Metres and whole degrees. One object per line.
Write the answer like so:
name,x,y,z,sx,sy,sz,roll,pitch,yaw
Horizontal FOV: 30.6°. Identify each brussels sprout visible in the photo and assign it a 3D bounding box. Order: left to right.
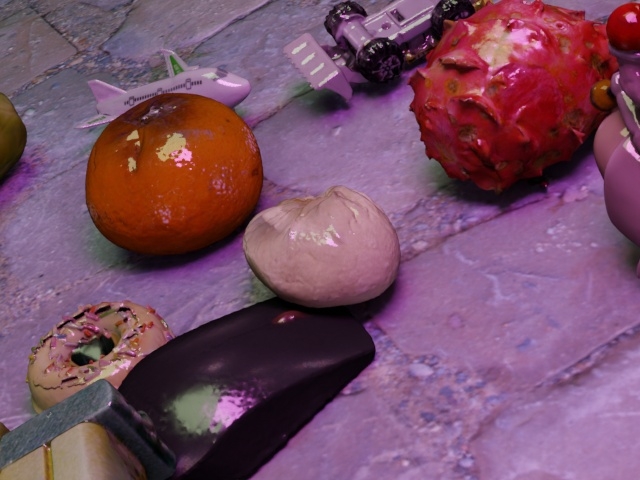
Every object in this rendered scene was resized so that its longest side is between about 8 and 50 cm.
brussels sprout,-0.530,-0.142,1.694,0.223,0.161,0.223,-20,36,15

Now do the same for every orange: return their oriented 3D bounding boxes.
orange,-0.182,-0.082,1.422,0.224,0.170,0.224,-14,33,10

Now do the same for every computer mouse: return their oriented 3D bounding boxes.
computer mouse,-0.087,0.131,1.152,0.295,0.087,0.168,-36,37,-26

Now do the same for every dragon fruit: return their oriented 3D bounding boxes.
dragon fruit,0.227,-0.176,1.303,0.268,0.205,0.210,-27,27,-3

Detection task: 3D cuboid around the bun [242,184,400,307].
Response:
bun,0.000,0.000,1.238,0.164,0.111,0.188,-11,18,-11

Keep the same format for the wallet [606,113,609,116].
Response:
wallet,0.411,-0.210,1.392,0.245,0.052,0.168,-31,32,-10

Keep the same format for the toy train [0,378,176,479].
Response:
toy train,-0.230,0.283,0.929,0.253,0.160,0.397,-32,34,6

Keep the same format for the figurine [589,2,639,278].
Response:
figurine,0.338,-0.104,1.066,0.176,0.287,0.186,-28,49,-10

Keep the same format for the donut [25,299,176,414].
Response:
donut,-0.238,0.128,1.255,0.175,0.068,0.174,-15,35,11

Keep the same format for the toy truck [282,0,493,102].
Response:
toy truck,0.098,-0.277,1.593,0.286,0.111,0.136,-29,51,-7

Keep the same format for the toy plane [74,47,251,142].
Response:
toy plane,-0.212,-0.193,1.653,0.255,0.101,0.251,-2,38,19
